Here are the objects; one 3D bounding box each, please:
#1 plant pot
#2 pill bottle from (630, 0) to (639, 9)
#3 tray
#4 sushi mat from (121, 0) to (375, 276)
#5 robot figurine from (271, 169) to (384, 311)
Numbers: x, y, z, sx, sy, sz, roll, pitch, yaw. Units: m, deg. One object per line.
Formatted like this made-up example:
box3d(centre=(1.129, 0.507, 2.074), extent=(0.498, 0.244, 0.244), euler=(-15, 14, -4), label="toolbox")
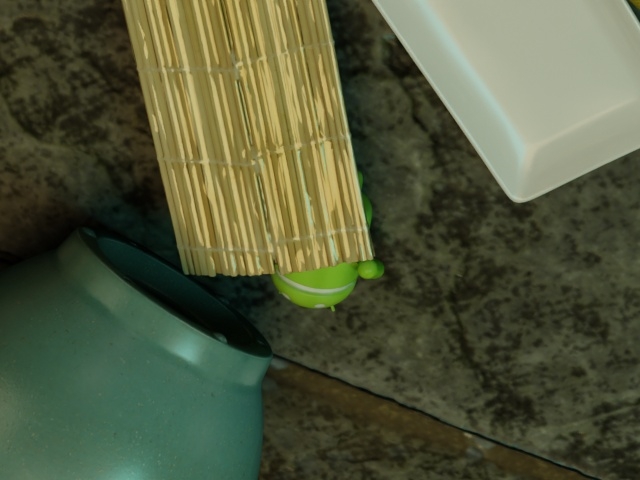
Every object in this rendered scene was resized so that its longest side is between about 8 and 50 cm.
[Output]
box3d(centre=(-0.157, 0.114, 1.147), extent=(0.293, 0.293, 0.196), euler=(33, 97, -11), label="plant pot")
box3d(centre=(0.220, -0.189, 0.952), extent=(0.184, 0.103, 0.103), euler=(37, 122, -14), label="pill bottle")
box3d(centre=(0.123, -0.158, 1.037), extent=(0.145, 0.030, 0.270), euler=(-27, 114, 25), label="tray")
box3d(centre=(-0.059, -0.124, 1.059), extent=(0.151, 0.019, 0.317), euler=(-4, 110, 21), label="sushi mat")
box3d(centre=(0.000, 0.000, 1.143), extent=(0.101, 0.067, 0.115), euler=(19, 124, 9), label="robot figurine")
